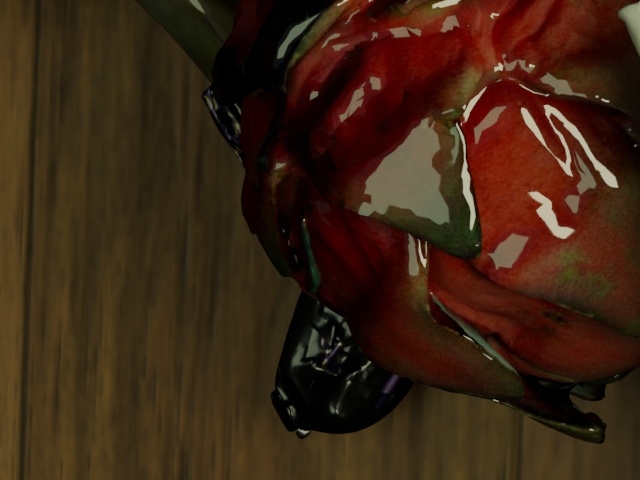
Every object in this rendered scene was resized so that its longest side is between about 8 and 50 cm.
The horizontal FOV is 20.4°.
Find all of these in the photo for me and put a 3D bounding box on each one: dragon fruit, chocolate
[{"bbox_3d":[0.057,-0.036,0.576,0.188,0.182,0.182,22,104,30],"label":"dragon fruit"},{"bbox_3d":[0.003,-0.002,0.686,0.072,0.070,0.147,-15,94,23],"label":"chocolate"}]

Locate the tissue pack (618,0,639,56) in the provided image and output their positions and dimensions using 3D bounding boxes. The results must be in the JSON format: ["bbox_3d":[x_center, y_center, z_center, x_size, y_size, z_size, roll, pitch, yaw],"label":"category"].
[{"bbox_3d":[0.211,0.064,0.480,0.071,0.170,0.325,-33,75,34],"label":"tissue pack"}]

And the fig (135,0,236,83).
[{"bbox_3d":[-0.164,-0.179,0.680,0.286,0.286,0.369,-32,104,30],"label":"fig"}]
